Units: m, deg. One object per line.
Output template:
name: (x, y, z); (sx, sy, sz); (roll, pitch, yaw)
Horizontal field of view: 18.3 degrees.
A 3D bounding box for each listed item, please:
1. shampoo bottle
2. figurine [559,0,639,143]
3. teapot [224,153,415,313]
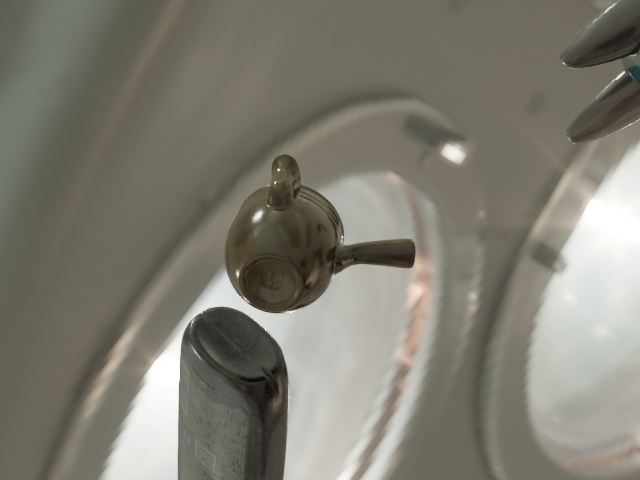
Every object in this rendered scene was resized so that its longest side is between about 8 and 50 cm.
shampoo bottle: (-0.060, 0.142, 1.312); (0.049, 0.087, 0.233); (-32, -33, -29)
figurine: (0.423, -0.182, 1.996); (0.378, 0.361, 0.266); (-33, -4, 6)
teapot: (0.000, 0.000, 1.154); (0.080, 0.110, 0.085); (-71, -14, -59)
